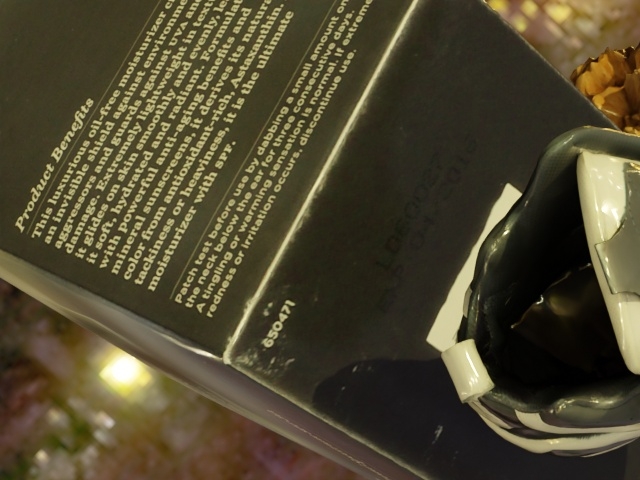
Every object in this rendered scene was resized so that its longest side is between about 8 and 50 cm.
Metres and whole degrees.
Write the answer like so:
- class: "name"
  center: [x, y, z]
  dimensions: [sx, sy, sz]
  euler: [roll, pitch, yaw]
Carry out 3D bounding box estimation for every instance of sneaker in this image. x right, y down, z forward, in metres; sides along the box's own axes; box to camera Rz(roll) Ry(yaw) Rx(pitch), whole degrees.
- class: "sneaker"
  center: [0.138, -0.001, 0.544]
  dimensions: [0.235, 0.094, 0.153]
  euler: [-23, 168, 18]

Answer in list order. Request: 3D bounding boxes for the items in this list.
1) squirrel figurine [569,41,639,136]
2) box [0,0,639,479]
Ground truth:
- class: "squirrel figurine"
  center: [0.350, -0.035, 1.044]
  dimensions: [0.370, 0.397, 0.281]
  euler: [-16, -128, 45]
- class: "box"
  center: [0.000, 0.000, 0.817]
  dimensions: [0.294, 0.296, 0.183]
  euler: [21, -101, 48]
